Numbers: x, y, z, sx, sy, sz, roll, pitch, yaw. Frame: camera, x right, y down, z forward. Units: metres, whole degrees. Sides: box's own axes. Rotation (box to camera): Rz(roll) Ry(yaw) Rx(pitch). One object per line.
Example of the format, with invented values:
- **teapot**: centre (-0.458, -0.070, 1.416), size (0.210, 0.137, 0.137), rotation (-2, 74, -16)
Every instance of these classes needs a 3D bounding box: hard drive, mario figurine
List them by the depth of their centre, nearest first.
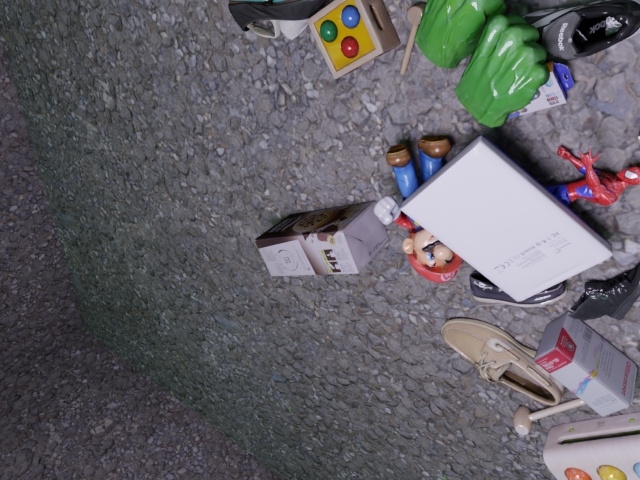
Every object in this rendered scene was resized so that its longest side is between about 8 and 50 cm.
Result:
- **hard drive**: centre (0.340, -0.027, 0.879), size (0.319, 0.040, 0.210), rotation (37, 136, -9)
- **mario figurine**: centre (0.241, -0.048, 0.989), size (0.198, 0.170, 0.320), rotation (-1, 117, 36)

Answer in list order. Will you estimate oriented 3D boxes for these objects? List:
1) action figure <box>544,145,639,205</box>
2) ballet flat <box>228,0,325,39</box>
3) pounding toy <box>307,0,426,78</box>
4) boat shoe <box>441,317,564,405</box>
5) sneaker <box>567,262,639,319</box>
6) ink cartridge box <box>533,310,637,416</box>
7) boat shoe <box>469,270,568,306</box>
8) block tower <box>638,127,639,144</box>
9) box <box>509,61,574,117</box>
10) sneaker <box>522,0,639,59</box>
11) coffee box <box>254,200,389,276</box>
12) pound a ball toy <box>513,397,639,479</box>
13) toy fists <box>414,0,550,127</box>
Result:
- **action figure**: centre (0.422, -0.109, 0.855), size (0.281, 0.091, 0.139), rotation (-13, 120, 42)
- **ballet flat**: centre (-0.083, -0.487, 0.999), size (0.281, 0.095, 0.096), rotation (21, 141, 39)
- **pounding toy**: centre (0.103, -0.396, 0.905), size (0.206, 0.094, 0.181), rotation (-14, 109, 43)
- **boat shoe**: centre (0.428, 0.288, 1.122), size (0.303, 0.098, 0.109), rotation (26, 132, 22)
- **sneaker**: centre (0.565, 0.101, 0.920), size (0.089, 0.051, 0.170), rotation (20, 133, 20)
- **ink cartridge box**: centre (0.556, 0.257, 0.980), size (0.175, 0.127, 0.072), rotation (41, 137, 8)
- **boat shoe**: centre (0.420, 0.097, 1.015), size (0.206, 0.075, 0.064), rotation (-5, 118, 45)
- **block tower**: centre (0.613, -0.043, 0.753), size (0.091, 0.097, 0.335), rotation (-15, 110, 44)
- **box**: centre (0.363, -0.259, 0.817), size (0.136, 0.028, 0.081), rotation (-6, 149, 42)
- **sneaker**: centre (0.374, -0.324, 0.734), size (0.235, 0.106, 0.078), rotation (2, 119, 37)
- **coffee box**: centre (0.000, 0.000, 1.208), size (0.297, 0.168, 0.118), rotation (-6, 115, 40)
- **pound a ball toy**: centre (0.626, 0.475, 1.072), size (0.208, 0.136, 0.319), rotation (50, 136, -2)
- **toy fists**: centre (0.264, -0.327, 0.765), size (0.142, 0.096, 0.279), rotation (110, 141, -56)
